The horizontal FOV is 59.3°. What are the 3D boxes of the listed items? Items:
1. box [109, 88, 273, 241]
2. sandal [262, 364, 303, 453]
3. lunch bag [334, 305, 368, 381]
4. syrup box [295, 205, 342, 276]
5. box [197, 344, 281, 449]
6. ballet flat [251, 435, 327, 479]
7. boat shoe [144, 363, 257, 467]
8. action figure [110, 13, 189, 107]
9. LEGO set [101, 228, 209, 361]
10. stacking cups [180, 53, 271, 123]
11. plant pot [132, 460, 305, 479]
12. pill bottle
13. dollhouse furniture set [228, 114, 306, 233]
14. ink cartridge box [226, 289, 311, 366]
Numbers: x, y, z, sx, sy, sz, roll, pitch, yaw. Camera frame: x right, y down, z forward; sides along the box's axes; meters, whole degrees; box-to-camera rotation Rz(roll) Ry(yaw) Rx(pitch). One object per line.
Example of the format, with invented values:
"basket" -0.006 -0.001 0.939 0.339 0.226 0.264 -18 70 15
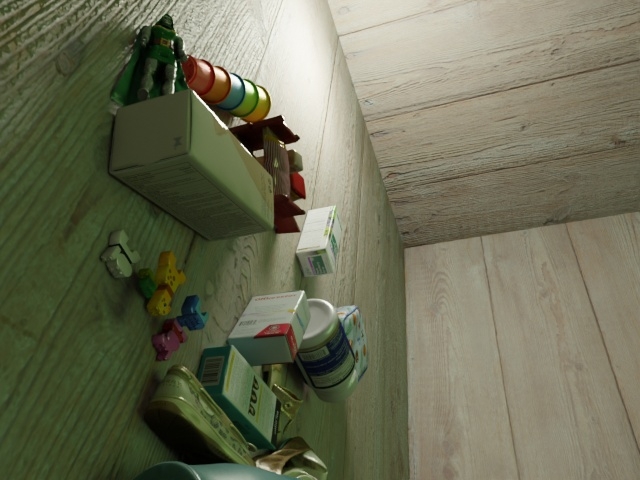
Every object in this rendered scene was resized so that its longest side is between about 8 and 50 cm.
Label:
"box" -0.206 -0.113 0.977 0.311 0.148 0.121 49 35 -63
"sandal" -0.078 0.349 1.255 0.088 0.079 0.239 38 45 -67
"lunch bag" 0.068 0.329 1.712 0.303 0.115 0.243 -3 86 -75
"syrup box" 0.000 0.000 1.695 0.236 0.096 0.093 -77 153 -55
"box" -0.150 0.304 1.070 0.244 0.060 0.100 64 23 -44
"ballet flat" -0.059 0.479 1.153 0.342 0.124 0.116 38 62 -68
"boat shoe" -0.173 0.315 0.910 0.089 0.105 0.285 -78 152 -46
"action figure" -0.273 -0.311 0.962 0.137 0.063 0.232 14 49 -28
"LEGO set" -0.240 0.096 0.840 0.093 0.087 0.227 -77 152 -53
"stacking cups" -0.216 -0.322 1.196 0.316 0.096 0.095 -3 84 -69
"plant pot" -0.137 0.418 0.733 0.255 0.272 0.271 45 36 -40
"pill bottle" 0.003 0.289 1.438 0.153 0.153 0.264 -80 156 -49
"dollhouse furniture set" -0.090 -0.125 1.358 0.374 0.152 0.201 35 47 -68
"ink cartridge box" -0.102 0.183 1.183 0.175 0.128 0.072 -64 142 -63
